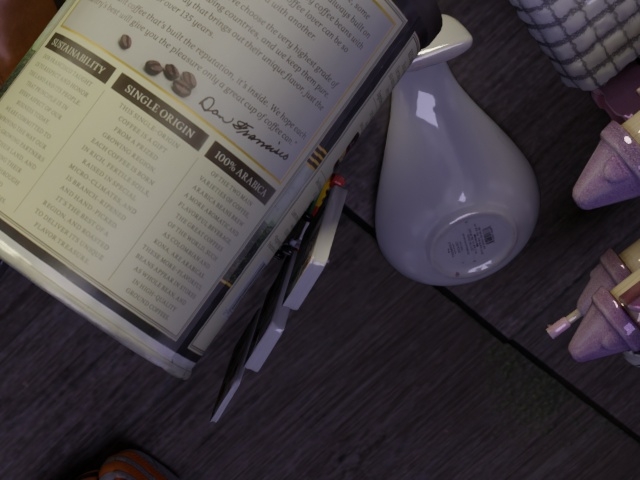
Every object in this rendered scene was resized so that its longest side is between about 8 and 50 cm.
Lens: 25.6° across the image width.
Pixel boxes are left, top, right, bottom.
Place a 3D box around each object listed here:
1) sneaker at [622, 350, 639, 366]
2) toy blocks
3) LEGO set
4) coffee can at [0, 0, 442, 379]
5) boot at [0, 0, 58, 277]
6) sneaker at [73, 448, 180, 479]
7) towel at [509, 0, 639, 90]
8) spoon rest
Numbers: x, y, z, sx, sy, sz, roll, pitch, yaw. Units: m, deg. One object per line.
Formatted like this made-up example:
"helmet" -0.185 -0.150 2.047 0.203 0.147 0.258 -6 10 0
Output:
"sneaker" 0.370 0.014 1.193 0.279 0.107 0.118 -37 142 13
"toy blocks" 0.288 0.021 0.985 0.260 0.288 0.309 -39 93 6
"LEGO set" 0.000 0.000 1.000 0.060 0.244 0.182 25 131 -8
"coffee can" -0.084 -0.082 0.878 0.201 0.201 0.275 39 84 -31
"boot" -0.273 -0.085 0.942 0.264 0.096 0.280 -23 124 1
"sneaker" -0.137 0.327 1.236 0.180 0.125 0.321 -36 113 14
"towel" 0.220 -0.268 0.949 0.283 0.121 0.235 -39 125 8
"spoon rest" 0.097 -0.066 1.076 0.137 0.084 0.276 -18 137 -2
